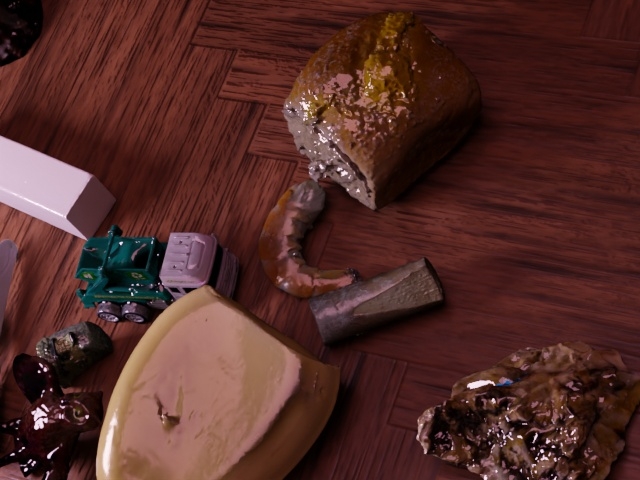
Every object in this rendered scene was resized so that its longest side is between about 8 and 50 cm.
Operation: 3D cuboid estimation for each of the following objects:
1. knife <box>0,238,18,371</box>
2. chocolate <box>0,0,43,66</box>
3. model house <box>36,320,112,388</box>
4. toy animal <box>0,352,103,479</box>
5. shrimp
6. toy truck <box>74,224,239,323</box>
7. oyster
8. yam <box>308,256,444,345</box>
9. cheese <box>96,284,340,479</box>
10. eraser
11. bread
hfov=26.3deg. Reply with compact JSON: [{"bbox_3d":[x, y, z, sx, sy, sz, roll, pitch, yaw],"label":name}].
[{"bbox_3d":[-0.466,0.140,1.872,0.043,0.081,0.335,-31,48,39],"label":"knife"},{"bbox_3d":[-0.527,-0.361,2.141,0.156,0.133,0.156,-8,61,15],"label":"chocolate"},{"bbox_3d":[-0.324,0.148,1.810,0.083,0.078,0.066,-27,58,4],"label":"model house"},{"bbox_3d":[-0.339,0.237,1.732,0.180,0.116,0.218,-17,64,18],"label":"toy animal"},{"bbox_3d":[0.000,0.000,1.787,0.166,0.049,0.161,22,75,28],"label":"shrimp"},{"bbox_3d":[-0.226,0.039,1.809,0.216,0.116,0.110,1,63,21],"label":"toy truck"},{"bbox_3d":[0.248,0.193,1.566,0.214,0.083,0.223,24,67,27],"label":"oyster"},{"bbox_3d":[0.069,0.077,1.705,0.169,0.068,0.068,-21,57,11],"label":"yam"},{"bbox_3d":[-0.147,0.224,1.669,0.260,0.128,0.315,34,85,28],"label":"cheese"},{"bbox_3d":[-0.440,-0.093,1.989,0.298,0.078,0.076,22,72,29],"label":"eraser"},{"bbox_3d":[0.070,-0.174,1.773,0.246,0.176,0.195,-42,59,-9],"label":"bread"}]
